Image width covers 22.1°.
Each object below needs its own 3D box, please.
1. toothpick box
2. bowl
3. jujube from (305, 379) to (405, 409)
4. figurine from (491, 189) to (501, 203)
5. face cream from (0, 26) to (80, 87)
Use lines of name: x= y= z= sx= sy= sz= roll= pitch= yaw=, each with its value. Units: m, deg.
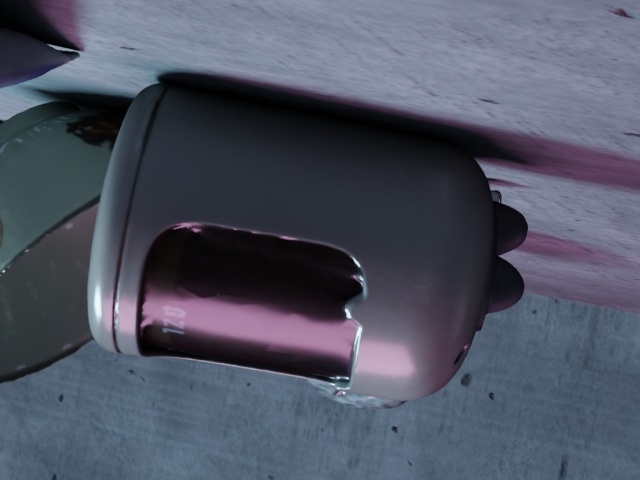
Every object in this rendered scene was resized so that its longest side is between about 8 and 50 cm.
toothpick box: x=0.000 y=0.000 z=1.248 sx=0.316 sy=0.229 sz=0.229 roll=10 pitch=177 yaw=2
bowl: x=-0.244 y=-0.026 z=1.522 sx=0.157 sy=0.337 sz=0.337 roll=53 pitch=-172 yaw=14
jujube: x=0.064 y=0.081 z=1.983 sx=0.215 sy=0.246 sz=0.308 roll=8 pitch=-167 yaw=-1
figurine: x=0.111 y=-0.037 z=1.467 sx=0.060 sy=0.047 sz=0.106 roll=-7 pitch=-173 yaw=-42
face cream: x=-0.282 y=-0.129 z=0.963 sx=0.234 sy=0.137 sz=0.420 roll=10 pitch=-171 yaw=-3
